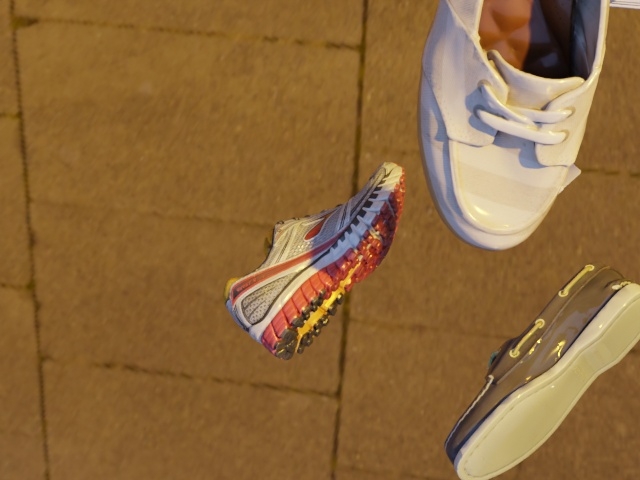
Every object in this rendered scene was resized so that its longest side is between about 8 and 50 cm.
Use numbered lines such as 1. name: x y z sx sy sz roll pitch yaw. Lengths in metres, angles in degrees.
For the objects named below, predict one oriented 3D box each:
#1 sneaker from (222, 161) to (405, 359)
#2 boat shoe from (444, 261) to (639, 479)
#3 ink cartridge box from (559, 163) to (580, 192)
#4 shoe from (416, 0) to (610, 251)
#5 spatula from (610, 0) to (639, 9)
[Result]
1. sneaker: 0.000 0.000 1.167 0.093 0.225 0.088 32 149 20
2. boat shoe: 0.187 0.112 1.107 0.228 0.069 0.081 -42 138 -8
3. ink cartridge box: 0.143 -0.040 0.941 0.083 0.048 0.028 -42 126 8
4. shoe: 0.086 -0.098 0.559 0.077 0.058 0.219 7 104 1
5. spatula: 0.348 -0.265 1.420 0.242 0.168 0.019 4 97 2
